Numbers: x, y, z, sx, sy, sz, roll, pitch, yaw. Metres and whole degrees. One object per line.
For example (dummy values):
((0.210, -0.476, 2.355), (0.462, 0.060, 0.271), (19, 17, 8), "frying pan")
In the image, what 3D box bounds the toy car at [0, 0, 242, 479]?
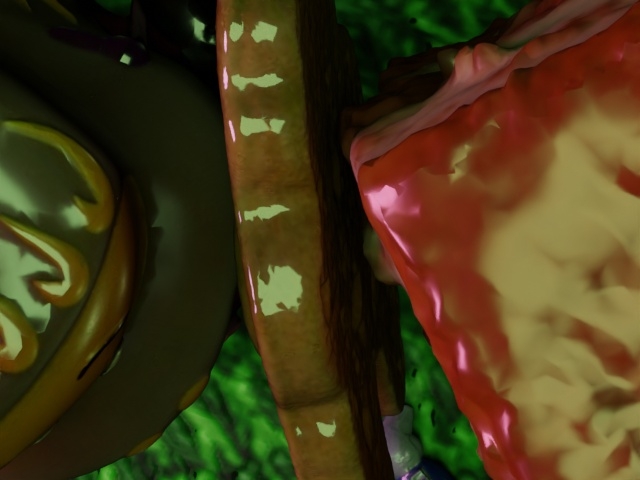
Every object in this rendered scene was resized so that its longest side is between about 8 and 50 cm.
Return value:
((-0.180, -0.045, 0.778), (0.271, 0.240, 0.341), (-44, 89, 15), "toy car")

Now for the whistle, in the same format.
((0.052, 0.118, 0.906), (0.033, 0.029, 0.083), (-37, 90, -2), "whistle")

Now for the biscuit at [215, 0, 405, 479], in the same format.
((-0.004, 0.000, 0.761), (0.044, 0.186, 0.295), (-6, 130, 7), "biscuit")

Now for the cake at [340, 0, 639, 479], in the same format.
((0.172, 0.007, 0.706), (0.270, 0.319, 0.269), (-26, 93, 10), "cake")
